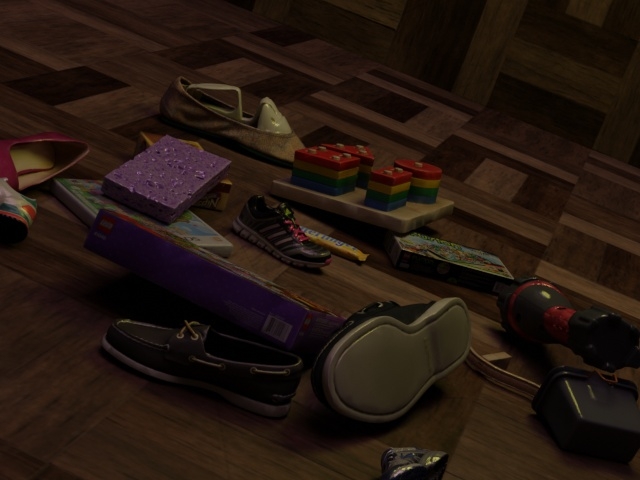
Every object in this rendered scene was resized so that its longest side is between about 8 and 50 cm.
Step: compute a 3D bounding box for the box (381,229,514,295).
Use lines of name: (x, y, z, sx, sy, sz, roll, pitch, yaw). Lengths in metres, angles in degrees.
box: (0.213, 0.034, 2.049, 0.207, 0.036, 0.114, 15, 19, -15)

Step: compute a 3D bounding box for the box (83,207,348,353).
box: (-0.124, 0.054, 1.514, 0.293, 0.057, 0.201, 25, 0, 16)

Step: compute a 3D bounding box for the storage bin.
storage bin: (0.360, 0.227, 1.583, 0.135, 0.098, 0.091, 14, 30, -18)

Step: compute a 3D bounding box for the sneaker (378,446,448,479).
sneaker: (0.085, 0.250, 1.303, 0.058, 0.052, 0.135, 18, 8, 26)

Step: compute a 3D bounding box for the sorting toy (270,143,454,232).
sorting toy: (0.085, -0.106, 2.164, 0.257, 0.089, 0.255, 17, 15, 22)

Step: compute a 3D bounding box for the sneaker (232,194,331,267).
sneaker: (-0.054, -0.017, 1.854, 0.170, 0.074, 0.063, 28, 20, 20)

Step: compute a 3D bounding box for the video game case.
video game case: (-0.261, -0.034, 1.769, 0.193, 0.023, 0.212, 2, 26, -44)

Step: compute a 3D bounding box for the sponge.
sponge: (-0.228, -0.096, 1.836, 0.117, 0.031, 0.210, 24, 29, 10)

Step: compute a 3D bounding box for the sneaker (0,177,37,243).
sneaker: (-0.440, -0.056, 1.562, 0.161, 0.057, 0.075, 23, 38, -5)

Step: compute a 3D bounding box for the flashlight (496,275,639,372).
flashlight: (0.347, 0.115, 1.739, 0.103, 0.103, 0.304, -11, 6, -9)

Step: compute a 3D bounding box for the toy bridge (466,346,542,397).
toy bridge: (0.242, 0.171, 1.708, 0.188, 0.026, 0.063, 34, 24, 36)

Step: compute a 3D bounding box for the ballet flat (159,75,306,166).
ballet flat: (-0.148, -0.230, 2.311, 0.316, 0.106, 0.107, 19, 18, -5)

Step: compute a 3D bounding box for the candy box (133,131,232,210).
candy box: (-0.228, -0.115, 1.990, 0.109, 0.053, 0.186, 9, 20, -29)

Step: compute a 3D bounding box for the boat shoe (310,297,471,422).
boat shoe: (0.066, 0.138, 1.496, 0.113, 0.127, 0.340, -3, 12, 33)

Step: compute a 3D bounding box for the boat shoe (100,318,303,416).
boat shoe: (-0.132, 0.127, 1.375, 0.228, 0.068, 0.081, 19, 18, -3)

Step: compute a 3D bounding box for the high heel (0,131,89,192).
high heel: (-0.399, -0.107, 1.706, 0.117, 0.082, 0.244, -8, 8, 1)

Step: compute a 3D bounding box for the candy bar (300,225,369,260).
candy bar: (0.000, 0.000, 1.955, 0.161, 0.018, 0.040, 22, 18, 3)
